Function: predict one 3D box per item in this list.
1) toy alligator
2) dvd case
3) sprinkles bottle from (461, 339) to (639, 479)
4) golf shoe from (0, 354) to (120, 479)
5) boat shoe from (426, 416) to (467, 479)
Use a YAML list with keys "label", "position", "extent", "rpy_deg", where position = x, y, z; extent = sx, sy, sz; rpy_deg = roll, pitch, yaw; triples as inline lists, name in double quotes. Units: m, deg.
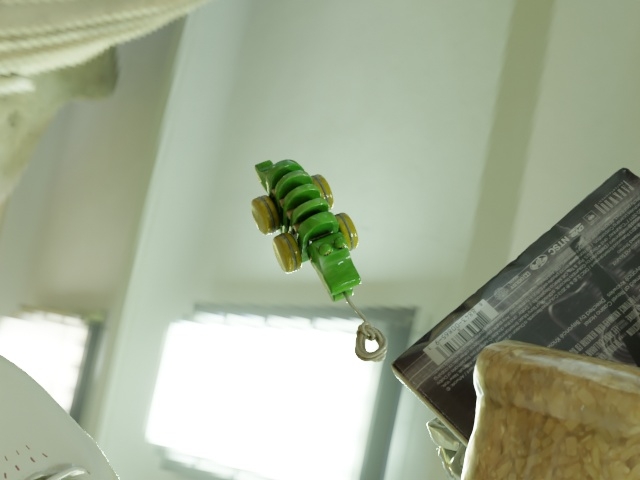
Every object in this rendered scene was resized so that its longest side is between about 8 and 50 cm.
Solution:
- label: "toy alligator"
  position: [0.000, 0.000, 1.022]
  extent: [0.189, 0.056, 0.051]
  rpy_deg: [58, -20, 32]
- label: "dvd case"
  position: [0.167, 0.082, 0.691]
  extent: [0.164, 0.018, 0.221]
  rpy_deg: [-39, -120, -11]
- label: "sprinkles bottle"
  position: [0.071, 0.215, 0.460]
  extent: [0.121, 0.121, 0.355]
  rpy_deg: [7, -96, 67]
- label: "golf shoe"
  position: [-0.101, 0.178, 0.705]
  extent: [0.140, 0.115, 0.306]
  rpy_deg: [-27, -87, 49]
- label: "boat shoe"
  position: [0.122, 0.147, 0.898]
  extent: [0.228, 0.081, 0.068]
  rpy_deg: [-151, -139, -85]
